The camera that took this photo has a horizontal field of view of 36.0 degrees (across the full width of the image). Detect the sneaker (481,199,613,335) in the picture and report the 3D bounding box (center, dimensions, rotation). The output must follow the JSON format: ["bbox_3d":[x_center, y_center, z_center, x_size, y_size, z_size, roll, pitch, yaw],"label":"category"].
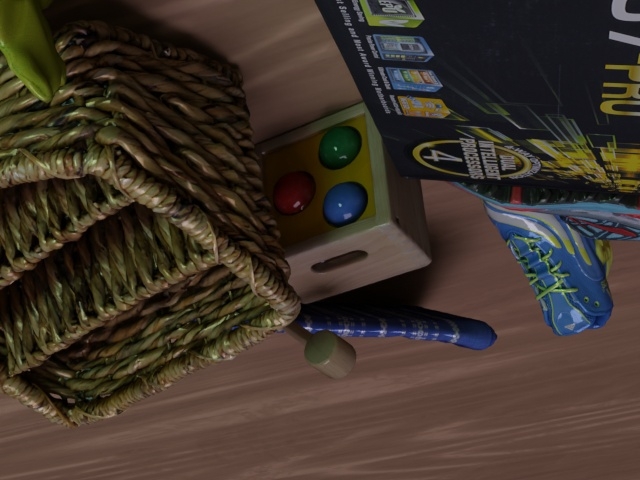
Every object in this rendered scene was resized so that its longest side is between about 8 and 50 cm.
[{"bbox_3d":[0.235,0.016,0.963,0.091,0.126,0.240,-25,144,29],"label":"sneaker"}]

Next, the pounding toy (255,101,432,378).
[{"bbox_3d":[-0.008,0.008,0.837,0.181,0.206,0.094,-19,146,23],"label":"pounding toy"}]

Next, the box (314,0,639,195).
[{"bbox_3d":[0.177,-0.125,0.595,0.318,0.097,0.395,3,166,13],"label":"box"}]

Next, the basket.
[{"bbox_3d":[-0.198,0.005,0.753,0.299,0.223,0.213,-27,158,33],"label":"basket"}]

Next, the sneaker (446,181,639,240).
[{"bbox_3d":[0.217,-0.041,0.846,0.262,0.104,0.125,13,156,11],"label":"sneaker"}]

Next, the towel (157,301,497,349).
[{"bbox_3d":[-0.014,0.087,1.023,0.336,0.040,0.243,3,179,-14],"label":"towel"}]

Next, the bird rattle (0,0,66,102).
[{"bbox_3d":[-0.256,-0.179,0.580,0.207,0.143,0.253,-10,150,42],"label":"bird rattle"}]
